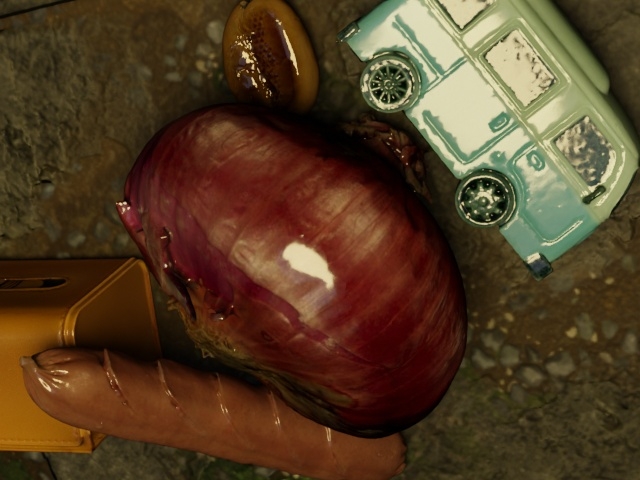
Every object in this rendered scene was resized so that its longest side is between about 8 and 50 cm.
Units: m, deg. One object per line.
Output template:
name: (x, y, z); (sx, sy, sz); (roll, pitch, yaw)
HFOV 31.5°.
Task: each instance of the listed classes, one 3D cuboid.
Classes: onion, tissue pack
onion: (0.000, 0.000, 0.995); (0.347, 0.347, 0.285); (39, 73, -3)
tissue pack: (-0.325, 0.107, 1.155); (0.274, 0.194, 0.145); (-1, 106, 14)

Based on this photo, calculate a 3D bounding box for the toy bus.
toy bus: (0.160, -0.119, 0.974); (0.165, 0.133, 0.271); (-38, 96, 19)

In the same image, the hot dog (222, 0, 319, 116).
hot dog: (-0.042, -0.157, 1.054); (0.090, 0.060, 0.140); (-16, 99, 24)

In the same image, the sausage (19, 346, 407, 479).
sausage: (-0.090, 0.167, 1.073); (0.433, 0.088, 0.088); (20, 120, -33)
